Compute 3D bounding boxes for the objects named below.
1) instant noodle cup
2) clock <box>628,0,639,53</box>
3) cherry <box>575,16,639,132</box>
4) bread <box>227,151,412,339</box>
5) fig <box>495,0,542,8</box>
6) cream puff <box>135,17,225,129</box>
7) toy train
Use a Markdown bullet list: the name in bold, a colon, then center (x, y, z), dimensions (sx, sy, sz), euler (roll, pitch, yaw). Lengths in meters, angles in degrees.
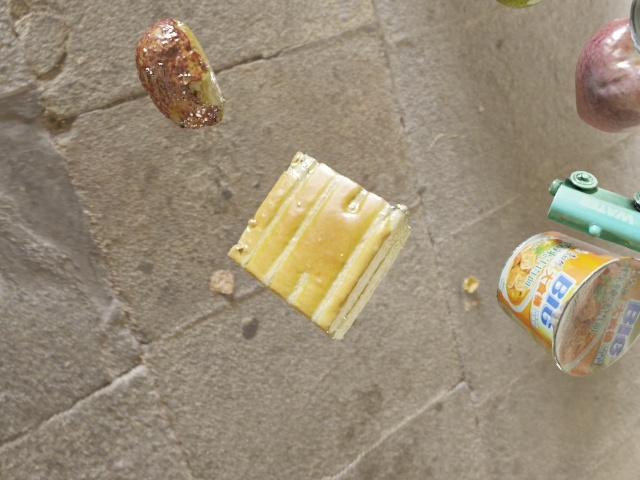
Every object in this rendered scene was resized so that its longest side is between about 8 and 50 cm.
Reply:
- **instant noodle cup**: center (0.546, 0.123, 1.517), dimensions (0.296, 0.214, 0.296), euler (-13, 119, -24)
- **clock**: center (0.595, -0.378, 1.170), dimensions (0.063, 0.229, 0.155), euler (-11, 104, -12)
- **cherry**: center (0.651, -0.338, 1.458), dimensions (0.206, 0.239, 0.239), euler (-26, 112, 6)
- **bread**: center (0.000, 0.000, 1.178), dimensions (0.246, 0.239, 0.111), euler (-55, 158, 0)
- **fig**: center (0.469, -0.595, 1.526), dimensions (0.167, 0.233, 0.167), euler (-14, 119, -26)
- **cream puff**: center (-0.181, -0.203, 0.874), dimensions (0.084, 0.149, 0.149), euler (-29, 111, -7)
- **toy train**: center (0.593, -0.055, 1.445), dimensions (0.159, 0.248, 0.101), euler (-46, 151, -41)
